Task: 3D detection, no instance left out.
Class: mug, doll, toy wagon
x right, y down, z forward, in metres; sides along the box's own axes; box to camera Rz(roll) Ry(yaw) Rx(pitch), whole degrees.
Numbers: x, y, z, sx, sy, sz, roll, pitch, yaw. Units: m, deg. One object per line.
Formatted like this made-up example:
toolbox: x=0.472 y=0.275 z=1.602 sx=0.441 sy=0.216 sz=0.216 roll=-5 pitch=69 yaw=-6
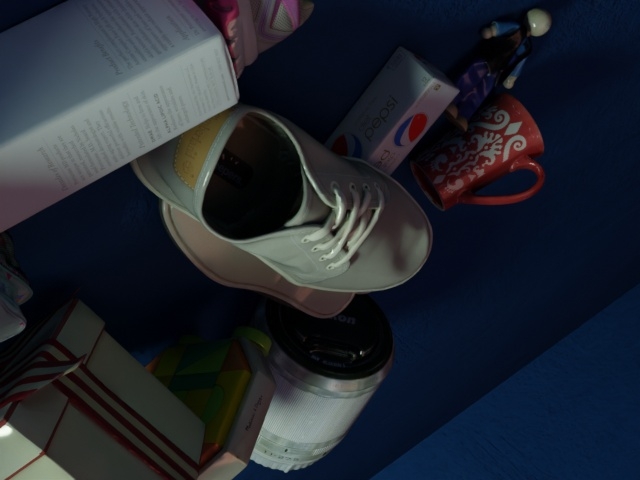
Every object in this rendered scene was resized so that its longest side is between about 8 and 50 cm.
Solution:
mug: x=0.232 y=-0.118 z=1.098 sx=0.169 sy=0.150 sz=0.113 roll=-32 pitch=128 yaw=-3
doll: x=0.239 y=-0.237 z=1.019 sx=0.189 sy=0.046 sz=0.129 roll=-49 pitch=143 yaw=6
toy wagon: x=-0.208 y=0.246 z=1.016 sx=0.344 sy=0.267 sz=0.068 roll=-13 pitch=134 yaw=40

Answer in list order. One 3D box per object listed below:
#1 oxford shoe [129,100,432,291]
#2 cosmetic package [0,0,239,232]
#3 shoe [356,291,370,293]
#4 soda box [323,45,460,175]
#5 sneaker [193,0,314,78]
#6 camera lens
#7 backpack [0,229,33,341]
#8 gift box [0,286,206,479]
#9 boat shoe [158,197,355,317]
oxford shoe: x=-0.006 y=-0.030 z=0.821 sx=0.449 sy=0.130 sz=0.169 roll=27 pitch=90 yaw=-46
cosmetic package: x=-0.193 y=-0.116 z=0.595 sx=0.231 sy=0.117 sz=0.085 roll=-32 pitch=151 yaw=-12
shoe: x=0.092 y=0.015 z=1.180 sx=0.178 sy=0.063 sz=0.081 roll=-36 pitch=157 yaw=-53
soda box: x=0.071 y=-0.132 z=0.949 sx=0.216 sy=0.069 sz=0.074 roll=-50 pitch=151 yaw=22
sneaker: x=-0.058 y=-0.248 z=0.592 sx=0.111 sy=0.103 sz=0.252 roll=-35 pitch=159 yaw=-18
camera lens: x=-0.025 y=0.202 z=1.176 sx=0.219 sy=0.219 sz=0.274 roll=-15 pitch=145 yaw=-38
backpack: x=-0.339 y=0.026 z=0.607 sx=0.166 sy=0.144 sz=0.188 roll=-26 pitch=146 yaw=-12
gift box: x=-0.280 y=0.218 z=0.791 sx=0.276 sy=0.255 sz=0.258 roll=-39 pitch=110 yaw=9
boat shoe: x=-0.084 y=0.004 z=0.929 sx=0.112 sy=0.095 sz=0.335 roll=-54 pitch=134 yaw=1
